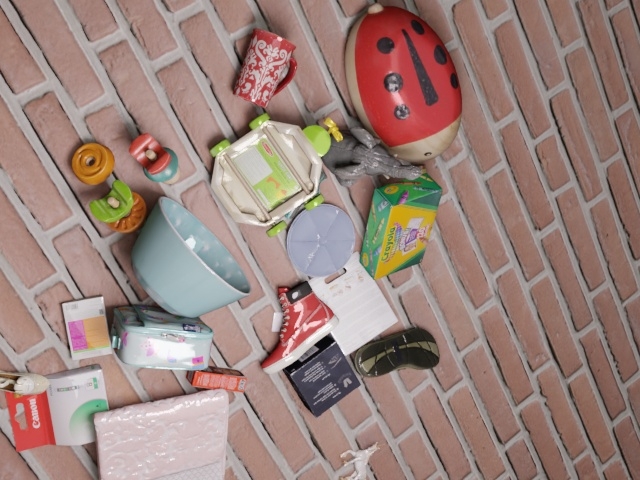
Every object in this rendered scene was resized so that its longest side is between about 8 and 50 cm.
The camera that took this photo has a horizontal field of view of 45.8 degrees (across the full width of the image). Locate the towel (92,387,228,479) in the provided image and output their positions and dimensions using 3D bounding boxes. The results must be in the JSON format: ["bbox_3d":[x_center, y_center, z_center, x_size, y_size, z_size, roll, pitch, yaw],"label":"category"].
[{"bbox_3d":[-0.396,0.540,1.922,0.332,0.053,0.317,-7,115,-24],"label":"towel"}]

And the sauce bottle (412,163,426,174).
[{"bbox_3d":[0.279,-0.150,2.133,0.042,0.042,0.128,-7,100,-22],"label":"sauce bottle"}]

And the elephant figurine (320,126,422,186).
[{"bbox_3d":[0.111,-0.218,1.939,0.186,0.239,0.169,-24,108,-18],"label":"elephant figurine"}]

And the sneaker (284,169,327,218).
[{"bbox_3d":[-0.036,-0.124,1.993,0.076,0.065,0.166,30,89,-29],"label":"sneaker"}]

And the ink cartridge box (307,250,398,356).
[{"bbox_3d":[0.082,0.176,2.114,0.189,0.066,0.232,-31,89,-15],"label":"ink cartridge box"}]

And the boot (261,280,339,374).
[{"bbox_3d":[-0.096,0.225,2.018,0.244,0.088,0.176,-41,98,-5],"label":"boot"}]

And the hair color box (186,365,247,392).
[{"bbox_3d":[-0.270,0.357,1.970,0.141,0.072,0.043,13,93,-26],"label":"hair color box"}]

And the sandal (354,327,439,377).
[{"bbox_3d":[0.215,0.321,2.164,0.303,0.086,0.120,-3,76,-31],"label":"sandal"}]

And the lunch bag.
[{"bbox_3d":[-0.382,0.224,1.784,0.224,0.279,0.107,12,90,-22],"label":"lunch bag"}]

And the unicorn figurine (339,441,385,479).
[{"bbox_3d":[0.113,0.645,2.201,0.111,0.060,0.162,-4,117,-23],"label":"unicorn figurine"}]

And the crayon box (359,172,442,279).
[{"bbox_3d":[0.210,-0.035,2.020,0.165,0.081,0.278,-19,141,-25],"label":"crayon box"}]

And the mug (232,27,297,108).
[{"bbox_3d":[-0.128,-0.415,1.875,0.150,0.113,0.169,21,94,-23],"label":"mug"}]

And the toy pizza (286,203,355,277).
[{"bbox_3d":[0.000,0.000,2.045,0.201,0.032,0.201,-5,102,-23],"label":"toy pizza"}]

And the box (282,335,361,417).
[{"bbox_3d":[0.000,0.369,2.077,0.156,0.093,0.158,-34,110,-15],"label":"box"}]

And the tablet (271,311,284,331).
[{"bbox_3d":[-0.091,0.222,2.060,0.083,0.006,0.054,5,97,-24],"label":"tablet"}]

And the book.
[{"bbox_3d":[-0.566,0.212,1.840,0.096,0.035,0.144,-9,103,-18],"label":"book"}]

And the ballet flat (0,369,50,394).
[{"bbox_3d":[-0.721,0.335,1.764,0.168,0.052,0.057,10,98,-12],"label":"ballet flat"}]

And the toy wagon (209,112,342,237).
[{"bbox_3d":[-0.100,-0.186,1.902,0.344,0.068,0.267,-35,99,-2],"label":"toy wagon"}]

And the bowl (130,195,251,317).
[{"bbox_3d":[-0.325,0.063,1.788,0.163,0.311,0.311,-42,113,4],"label":"bowl"}]

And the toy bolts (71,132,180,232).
[{"bbox_3d":[-0.445,-0.150,1.800,0.228,0.158,0.218,-39,72,-2],"label":"toy bolts"}]

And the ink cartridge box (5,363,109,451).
[{"bbox_3d":[-0.631,0.413,1.836,0.225,0.056,0.181,-11,103,-23],"label":"ink cartridge box"}]

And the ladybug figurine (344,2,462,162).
[{"bbox_3d":[0.235,-0.413,2.001,0.305,0.162,0.449,-35,111,-14],"label":"ladybug figurine"}]
